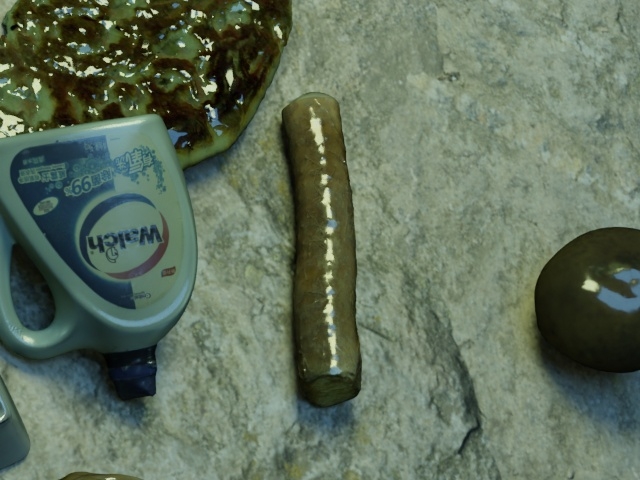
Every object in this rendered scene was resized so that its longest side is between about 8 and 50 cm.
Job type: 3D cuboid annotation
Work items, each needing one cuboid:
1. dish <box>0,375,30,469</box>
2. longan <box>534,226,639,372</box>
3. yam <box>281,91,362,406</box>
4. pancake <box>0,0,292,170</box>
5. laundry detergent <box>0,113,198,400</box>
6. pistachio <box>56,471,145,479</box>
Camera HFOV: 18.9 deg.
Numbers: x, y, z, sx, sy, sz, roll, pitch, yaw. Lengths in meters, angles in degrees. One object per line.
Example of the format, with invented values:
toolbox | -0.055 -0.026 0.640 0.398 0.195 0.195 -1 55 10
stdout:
dish | -0.387 0.167 1.790 0.234 0.064 0.154 -24 81 -33
longan | 0.330 0.067 2.166 0.187 0.167 0.167 0 68 -33
yam | 0.000 0.000 2.071 0.081 0.081 0.356 7 64 -26
pancake | -0.216 -0.192 2.063 0.305 0.067 0.427 35 57 -1
laundry detergent | -0.226 0.025 1.906 0.215 0.105 0.280 -10 95 -12
pistachio | -0.172 0.307 1.803 0.238 0.153 0.138 29 17 -16
